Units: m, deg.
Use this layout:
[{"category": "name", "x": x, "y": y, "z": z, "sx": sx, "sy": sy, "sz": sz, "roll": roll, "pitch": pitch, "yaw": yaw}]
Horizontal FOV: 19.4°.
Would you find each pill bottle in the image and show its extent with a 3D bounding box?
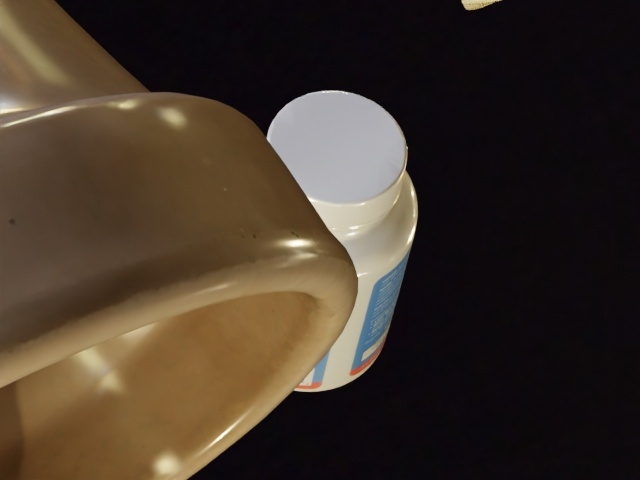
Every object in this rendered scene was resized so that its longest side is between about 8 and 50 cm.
[{"category": "pill bottle", "x": 0.000, "y": 0.000, "z": 1.277, "sx": 0.124, "sy": 0.221, "sz": 0.124, "roll": 4, "pitch": -124, "yaw": -6}]

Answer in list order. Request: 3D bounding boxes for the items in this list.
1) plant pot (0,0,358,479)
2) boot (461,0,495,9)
[{"category": "plant pot", "x": -0.155, "y": -0.011, "z": 0.516, "sx": 0.263, "sy": 0.263, "sz": 0.229, "roll": -21, "pitch": -109, "yaw": -38}, {"category": "boot", "x": 0.032, "y": -0.196, "z": 0.807, "sx": 0.095, "sy": 0.262, "sz": 0.203, "roll": -49, "pitch": -52, "yaw": -65}]
